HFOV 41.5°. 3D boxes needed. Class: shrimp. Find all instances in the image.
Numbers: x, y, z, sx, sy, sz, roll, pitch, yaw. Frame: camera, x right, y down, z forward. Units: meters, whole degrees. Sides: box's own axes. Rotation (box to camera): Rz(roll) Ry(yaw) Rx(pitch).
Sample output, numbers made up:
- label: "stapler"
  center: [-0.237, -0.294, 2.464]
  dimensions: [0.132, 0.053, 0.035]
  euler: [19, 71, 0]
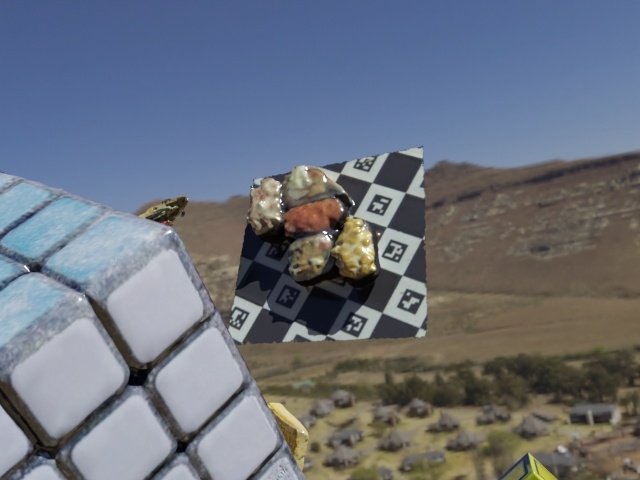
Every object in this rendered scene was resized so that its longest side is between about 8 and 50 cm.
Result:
- label: "shrimp"
  center: [-0.258, -0.001, 1.194]
  dimensions: [0.190, 0.042, 0.101]
  euler: [-39, 30, 6]

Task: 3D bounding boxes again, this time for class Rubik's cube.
- label: "Rubik's cube"
  center: [-0.270, 0.178, 0.735]
  dimensions: [0.345, 0.343, 0.337]
  euler: [12, 46, 45]

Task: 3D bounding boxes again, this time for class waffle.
- label: "waffle"
  center: [-0.051, 0.277, 0.990]
  dimensions: [0.023, 0.152, 0.097]
  euler: [9, 3, -26]

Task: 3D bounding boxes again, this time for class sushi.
- label: "sushi"
  center: [0.000, 0.000, 1.157]
  dimensions: [0.294, 0.292, 0.059]
  euler: [-8, -30, 23]

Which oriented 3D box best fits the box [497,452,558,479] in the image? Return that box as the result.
- label: "box"
  center: [0.205, 0.363, 0.937]
  dimensions: [0.220, 0.141, 0.064]
  euler: [-47, 1, 10]
